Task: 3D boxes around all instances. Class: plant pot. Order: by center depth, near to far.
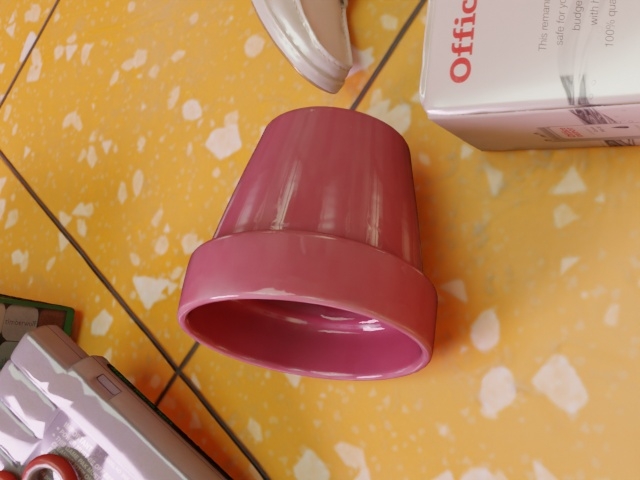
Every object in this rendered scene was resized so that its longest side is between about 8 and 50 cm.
[{"bbox_3d":[0.000,0.000,0.663,0.201,0.201,0.180,-7,62,33],"label":"plant pot"}]

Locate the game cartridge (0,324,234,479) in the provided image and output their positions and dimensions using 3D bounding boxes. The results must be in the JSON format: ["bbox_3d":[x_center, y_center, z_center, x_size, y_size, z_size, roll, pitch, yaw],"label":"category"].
[{"bbox_3d":[-0.188,0.270,0.750,0.355,0.068,0.230,40,99,13],"label":"game cartridge"}]

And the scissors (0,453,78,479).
[{"bbox_3d":[-0.205,0.324,0.721,0.109,0.021,0.297,-35,82,14],"label":"scissors"}]

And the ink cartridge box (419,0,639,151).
[{"bbox_3d":[0.229,-0.178,0.576,0.283,0.117,0.207,2,82,34],"label":"ink cartridge box"}]

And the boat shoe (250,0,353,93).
[{"bbox_3d":[-0.013,-0.270,0.773,0.096,0.098,0.277,-30,64,27],"label":"boat shoe"}]

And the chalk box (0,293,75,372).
[{"bbox_3d":[-0.402,0.142,0.898,0.289,0.180,0.179,5,83,38],"label":"chalk box"}]
